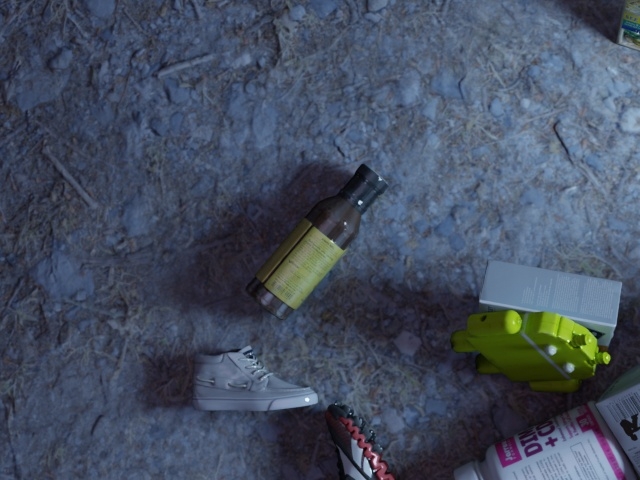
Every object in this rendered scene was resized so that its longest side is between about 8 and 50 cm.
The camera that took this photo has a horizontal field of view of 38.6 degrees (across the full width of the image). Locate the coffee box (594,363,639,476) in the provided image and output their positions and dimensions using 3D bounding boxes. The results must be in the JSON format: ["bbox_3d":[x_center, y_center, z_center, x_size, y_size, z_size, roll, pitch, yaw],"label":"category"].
[{"bbox_3d":[0.607,0.352,1.526,0.119,0.168,0.297,-36,81,33],"label":"coffee box"}]

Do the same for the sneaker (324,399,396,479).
[{"bbox_3d":[0.071,0.436,1.708,0.135,0.097,0.276,-34,75,2],"label":"sneaker"}]

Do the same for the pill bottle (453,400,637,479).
[{"bbox_3d":[0.390,0.408,1.604,0.283,0.160,0.160,-27,74,9],"label":"pill bottle"}]

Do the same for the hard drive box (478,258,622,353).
[{"bbox_3d":[0.406,0.126,1.641,0.232,0.181,0.089,10,66,16],"label":"hard drive box"}]

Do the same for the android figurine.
[{"bbox_3d":[0.370,0.194,1.611,0.273,0.248,0.056,-8,50,44],"label":"android figurine"}]

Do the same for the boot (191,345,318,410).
[{"bbox_3d":[-0.133,0.268,1.791,0.258,0.095,0.123,-3,85,14],"label":"boot"}]

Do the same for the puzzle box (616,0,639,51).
[{"bbox_3d":[0.738,-0.356,1.618,0.409,0.272,0.052,23,85,17],"label":"puzzle box"}]

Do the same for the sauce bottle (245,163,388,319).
[{"bbox_3d":[0.000,0.000,1.806,0.111,0.111,0.344,42,91,17],"label":"sauce bottle"}]
